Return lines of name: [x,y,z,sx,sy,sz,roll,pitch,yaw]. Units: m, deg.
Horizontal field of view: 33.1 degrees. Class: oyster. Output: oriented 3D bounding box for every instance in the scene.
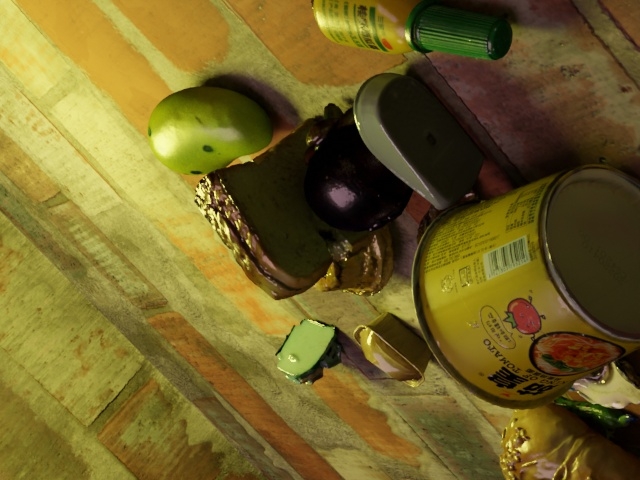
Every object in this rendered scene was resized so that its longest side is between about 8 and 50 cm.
oyster: [0.443,0.204,1.813,0.223,0.083,0.214,37,159,-5]

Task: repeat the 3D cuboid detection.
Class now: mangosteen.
mangosteen: [0.053,-0.127,1.735,0.230,0.194,0.194,64,158,12]

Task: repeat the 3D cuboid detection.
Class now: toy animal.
toy animal: [0.503,0.323,1.974,0.075,0.041,0.217,50,159,-24]

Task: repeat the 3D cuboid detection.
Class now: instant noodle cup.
instant noodle cup: [0.326,0.051,1.490,0.325,0.325,0.254,44,146,-7]

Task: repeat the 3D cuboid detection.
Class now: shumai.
shumai: [0.204,-0.033,1.730,0.105,0.123,0.139,55,168,-3]

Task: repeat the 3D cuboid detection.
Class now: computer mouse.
computer mouse: [0.142,-0.151,1.614,0.231,0.128,0.079,50,153,-9]

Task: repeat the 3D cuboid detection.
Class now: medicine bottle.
medicine bottle: [0.121,-0.297,1.463,0.309,0.076,0.111,19,148,38]

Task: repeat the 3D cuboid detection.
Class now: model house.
model house: [-0.011,0.281,2.537,0.119,0.148,0.148,16,158,35]

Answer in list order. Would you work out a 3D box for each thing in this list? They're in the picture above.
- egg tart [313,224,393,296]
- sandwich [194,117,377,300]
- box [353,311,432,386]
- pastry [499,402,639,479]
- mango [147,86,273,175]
egg tart: [0.000,0.000,2.019,0.294,0.123,0.294,29,141,27]
sandwich: [-0.048,-0.047,1.811,0.249,0.273,0.095,55,139,1]
box: [0.151,0.231,2.247,0.177,0.111,0.111,39,155,5]
pastry: [0.465,0.441,1.984,0.316,0.184,0.284,35,172,23]
mango: [-0.212,-0.207,2.017,0.293,0.143,0.175,-3,133,44]
